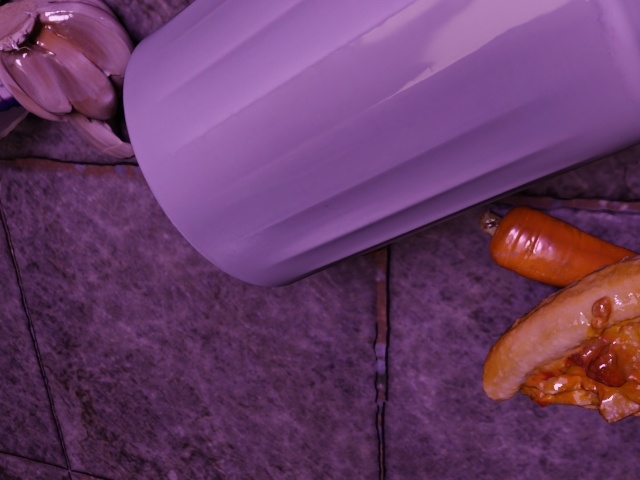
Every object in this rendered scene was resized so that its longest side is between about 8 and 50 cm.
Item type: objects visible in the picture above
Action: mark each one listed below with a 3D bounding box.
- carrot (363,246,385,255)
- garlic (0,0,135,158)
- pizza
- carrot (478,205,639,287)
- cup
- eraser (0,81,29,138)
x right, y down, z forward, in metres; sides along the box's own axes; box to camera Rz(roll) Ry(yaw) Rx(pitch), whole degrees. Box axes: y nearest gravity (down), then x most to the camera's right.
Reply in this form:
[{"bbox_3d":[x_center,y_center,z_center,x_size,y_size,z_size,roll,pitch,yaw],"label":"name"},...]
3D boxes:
[{"bbox_3d":[0.000,0.000,0.635,0.161,0.055,0.055,-17,106,34],"label":"carrot"},{"bbox_3d":[-0.234,-0.160,0.627,0.131,0.127,0.194,8,144,38],"label":"garlic"},{"bbox_3d":[0.303,0.096,0.508,0.335,0.086,0.226,-23,122,28],"label":"pizza"},{"bbox_3d":[0.258,0.032,0.544,0.256,0.061,0.061,22,119,8],"label":"carrot"},{"bbox_3d":[0.047,-0.165,0.457,0.327,0.237,0.323,-25,72,30],"label":"cup"},{"bbox_3d":[-0.420,-0.221,0.610,0.086,0.130,0.287,-31,102,30],"label":"eraser"}]
